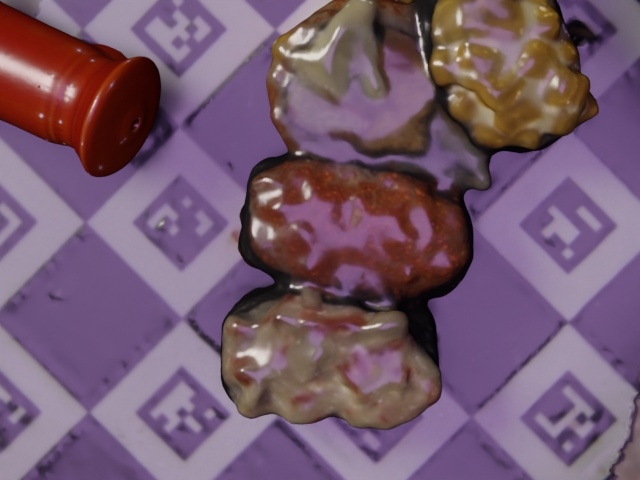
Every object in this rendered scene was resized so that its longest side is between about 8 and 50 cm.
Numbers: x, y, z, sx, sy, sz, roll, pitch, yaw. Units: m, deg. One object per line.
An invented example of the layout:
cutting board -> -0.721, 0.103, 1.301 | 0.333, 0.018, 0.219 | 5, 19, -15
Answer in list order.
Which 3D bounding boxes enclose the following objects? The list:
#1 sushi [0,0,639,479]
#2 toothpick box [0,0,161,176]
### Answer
sushi -> 0.000, 0.000, 0.697 | 0.264, 0.050, 0.290 | 20, 95, 2
toothpick box -> -0.098, -0.056, 0.689 | 0.083, 0.047, 0.047 | 25, 95, 19
